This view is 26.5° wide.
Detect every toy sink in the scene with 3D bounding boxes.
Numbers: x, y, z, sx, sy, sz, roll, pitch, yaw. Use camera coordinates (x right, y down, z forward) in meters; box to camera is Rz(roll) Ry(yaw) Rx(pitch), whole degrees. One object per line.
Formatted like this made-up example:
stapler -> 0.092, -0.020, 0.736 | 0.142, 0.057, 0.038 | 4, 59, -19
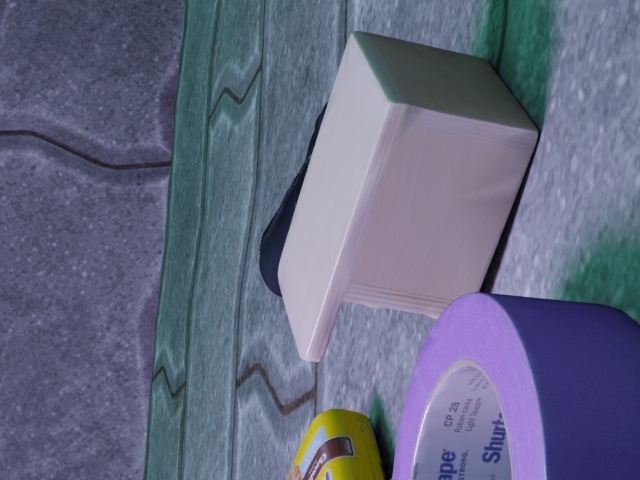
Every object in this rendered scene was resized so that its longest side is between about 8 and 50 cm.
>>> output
toy sink -> 0.066, -0.025, 1.094 | 0.153, 0.131, 0.234 | -109, 33, -60

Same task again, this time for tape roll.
tape roll -> 0.126, 0.172, 0.855 | 0.275, 0.090, 0.274 | -173, 90, -76

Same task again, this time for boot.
boot -> 0.000, 0.000, 1.418 | 0.246, 0.094, 0.207 | -88, 16, -45

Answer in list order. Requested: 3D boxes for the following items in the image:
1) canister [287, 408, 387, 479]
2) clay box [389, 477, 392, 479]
canister -> 0.019, 0.254, 1.272 | 0.170, 0.073, 0.126 | -104, 32, -58
clay box -> 0.044, 0.309, 1.126 | 0.222, 0.053, 0.127 | -61, 20, 26
